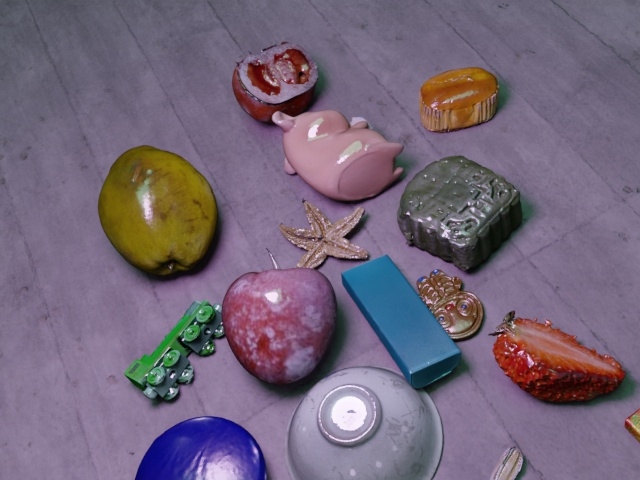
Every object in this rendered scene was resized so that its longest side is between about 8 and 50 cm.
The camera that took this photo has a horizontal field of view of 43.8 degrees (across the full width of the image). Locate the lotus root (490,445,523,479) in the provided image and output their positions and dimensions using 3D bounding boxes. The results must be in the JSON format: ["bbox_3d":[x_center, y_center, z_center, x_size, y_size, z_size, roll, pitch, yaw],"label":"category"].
[{"bbox_3d":[0.337,0.413,1.440,0.037,0.030,0.083,36,73,-1],"label":"lotus root"}]

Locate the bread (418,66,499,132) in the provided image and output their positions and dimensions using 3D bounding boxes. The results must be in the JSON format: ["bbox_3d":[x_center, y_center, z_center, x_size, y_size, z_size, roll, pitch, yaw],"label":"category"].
[{"bbox_3d":[0.331,-0.344,1.910,0.190,0.114,0.132,-12,52,1],"label":"bread"}]

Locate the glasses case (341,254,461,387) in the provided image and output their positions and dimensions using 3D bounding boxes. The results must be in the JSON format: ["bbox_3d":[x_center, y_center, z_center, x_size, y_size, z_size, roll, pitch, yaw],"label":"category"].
[{"bbox_3d":[0.159,0.160,1.624,0.117,0.070,0.301,-21,45,-13],"label":"glasses case"}]

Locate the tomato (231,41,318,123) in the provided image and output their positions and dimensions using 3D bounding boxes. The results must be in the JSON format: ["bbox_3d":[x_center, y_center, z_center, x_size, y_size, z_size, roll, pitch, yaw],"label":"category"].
[{"bbox_3d":[-0.121,-0.384,2.031,0.214,0.155,0.181,-23,68,-25],"label":"tomato"}]

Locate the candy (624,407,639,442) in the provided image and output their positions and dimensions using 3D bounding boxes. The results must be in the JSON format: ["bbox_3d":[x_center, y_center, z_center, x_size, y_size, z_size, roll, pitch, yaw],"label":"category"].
[{"bbox_3d":[0.602,0.349,1.403,0.062,0.038,0.122,-34,55,-8],"label":"candy"}]

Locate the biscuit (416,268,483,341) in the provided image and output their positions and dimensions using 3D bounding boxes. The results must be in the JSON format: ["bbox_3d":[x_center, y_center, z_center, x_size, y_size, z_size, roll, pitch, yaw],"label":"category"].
[{"bbox_3d":[0.262,0.133,1.653,0.124,0.026,0.175,-29,54,-5],"label":"biscuit"}]

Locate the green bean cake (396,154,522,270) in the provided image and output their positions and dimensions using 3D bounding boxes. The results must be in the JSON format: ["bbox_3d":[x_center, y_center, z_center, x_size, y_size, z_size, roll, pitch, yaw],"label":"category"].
[{"bbox_3d":[0.293,-0.064,1.724,0.222,0.125,0.227,-44,52,-16],"label":"green bean cake"}]

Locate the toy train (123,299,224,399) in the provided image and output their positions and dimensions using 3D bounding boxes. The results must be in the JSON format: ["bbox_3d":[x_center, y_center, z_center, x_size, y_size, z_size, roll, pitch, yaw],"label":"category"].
[{"bbox_3d":[-0.307,0.231,1.720,0.119,0.085,0.251,15,57,42],"label":"toy train"}]

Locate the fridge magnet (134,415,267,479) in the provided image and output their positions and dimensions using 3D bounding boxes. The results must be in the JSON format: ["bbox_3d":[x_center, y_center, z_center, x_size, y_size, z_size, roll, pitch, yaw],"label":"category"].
[{"bbox_3d":[-0.228,0.465,1.514,0.265,0.113,0.265,-8,55,12],"label":"fridge magnet"}]

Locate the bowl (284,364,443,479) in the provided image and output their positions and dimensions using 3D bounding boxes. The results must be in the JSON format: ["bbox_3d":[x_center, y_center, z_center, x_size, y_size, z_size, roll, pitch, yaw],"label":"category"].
[{"bbox_3d":[0.064,0.349,1.491,0.313,0.146,0.313,-8,55,12],"label":"bowl"}]

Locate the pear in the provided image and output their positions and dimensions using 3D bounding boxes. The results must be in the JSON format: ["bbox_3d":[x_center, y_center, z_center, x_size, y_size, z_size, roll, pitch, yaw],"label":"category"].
[{"bbox_3d":[-0.376,-0.071,1.843,0.269,0.269,0.321,-22,67,1],"label":"pear"}]

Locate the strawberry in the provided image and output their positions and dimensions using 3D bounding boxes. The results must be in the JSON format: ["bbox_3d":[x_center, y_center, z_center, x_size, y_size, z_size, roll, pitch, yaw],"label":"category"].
[{"bbox_3d":[0.427,0.241,1.495,0.175,0.107,0.236,-17,44,-44],"label":"strawberry"}]

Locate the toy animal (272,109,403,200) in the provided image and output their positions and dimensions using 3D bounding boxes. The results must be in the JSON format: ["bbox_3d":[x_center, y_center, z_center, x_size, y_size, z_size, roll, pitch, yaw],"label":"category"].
[{"bbox_3d":[0.036,-0.213,1.853,0.213,0.195,0.256,-32,51,-17],"label":"toy animal"}]

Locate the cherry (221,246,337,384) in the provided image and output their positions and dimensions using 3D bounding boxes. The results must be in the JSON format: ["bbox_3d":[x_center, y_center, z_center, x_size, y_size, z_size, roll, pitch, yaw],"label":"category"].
[{"bbox_3d":[-0.081,0.150,1.628,0.236,0.213,0.285,-20,73,34],"label":"cherry"}]

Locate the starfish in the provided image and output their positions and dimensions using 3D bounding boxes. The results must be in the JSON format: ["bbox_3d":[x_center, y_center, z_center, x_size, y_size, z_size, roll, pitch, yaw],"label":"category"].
[{"bbox_3d":[0.000,0.000,1.807,0.240,0.043,0.227,-44,54,-11],"label":"starfish"}]
